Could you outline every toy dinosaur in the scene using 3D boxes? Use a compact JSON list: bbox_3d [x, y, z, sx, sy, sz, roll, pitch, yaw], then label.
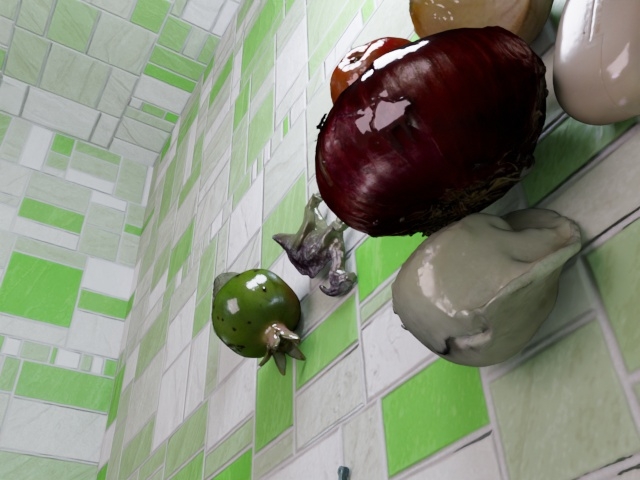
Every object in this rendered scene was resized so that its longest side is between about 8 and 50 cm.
[{"bbox_3d":[-0.006,-0.002,1.260,0.162,0.077,0.294,-68,25,8],"label":"toy dinosaur"}]

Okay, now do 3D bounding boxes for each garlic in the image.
[{"bbox_3d":[0.231,-0.324,0.900,0.145,0.164,0.245,-59,27,-13],"label":"garlic"}]

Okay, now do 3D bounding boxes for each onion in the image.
[{"bbox_3d":[0.129,-0.136,0.791,0.314,0.314,0.232,-43,70,46],"label":"onion"}]

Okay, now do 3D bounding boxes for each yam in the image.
[{"bbox_3d":[-0.216,0.148,1.571,0.107,0.107,0.183,-59,25,24],"label":"yam"}]

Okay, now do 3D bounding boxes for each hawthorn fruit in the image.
[{"bbox_3d":[0.103,-0.217,0.985,0.189,0.189,0.189,-45,35,44],"label":"hawthorn fruit"}]

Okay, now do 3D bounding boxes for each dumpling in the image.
[{"bbox_3d":[0.184,0.032,0.767,0.227,0.175,0.243,-45,39,-12],"label":"dumpling"}]

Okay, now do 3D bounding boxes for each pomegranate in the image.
[{"bbox_3d":[-0.111,0.162,1.273,0.224,0.181,0.181,43,113,43],"label":"pomegranate"}]

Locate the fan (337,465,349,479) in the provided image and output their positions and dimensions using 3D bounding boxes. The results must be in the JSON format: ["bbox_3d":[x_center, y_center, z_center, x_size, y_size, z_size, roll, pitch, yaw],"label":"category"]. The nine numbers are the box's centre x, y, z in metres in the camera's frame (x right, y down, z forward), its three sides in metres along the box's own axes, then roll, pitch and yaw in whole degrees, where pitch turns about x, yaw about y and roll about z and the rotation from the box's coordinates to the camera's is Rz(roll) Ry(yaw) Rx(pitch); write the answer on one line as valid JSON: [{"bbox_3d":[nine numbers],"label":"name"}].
[{"bbox_3d":[0.031,0.429,0.945,0.038,0.016,0.193,-34,44,49],"label":"fan"}]

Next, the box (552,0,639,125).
[{"bbox_3d":[0.327,-0.224,0.711,0.146,0.088,0.200,-15,60,60],"label":"box"}]
